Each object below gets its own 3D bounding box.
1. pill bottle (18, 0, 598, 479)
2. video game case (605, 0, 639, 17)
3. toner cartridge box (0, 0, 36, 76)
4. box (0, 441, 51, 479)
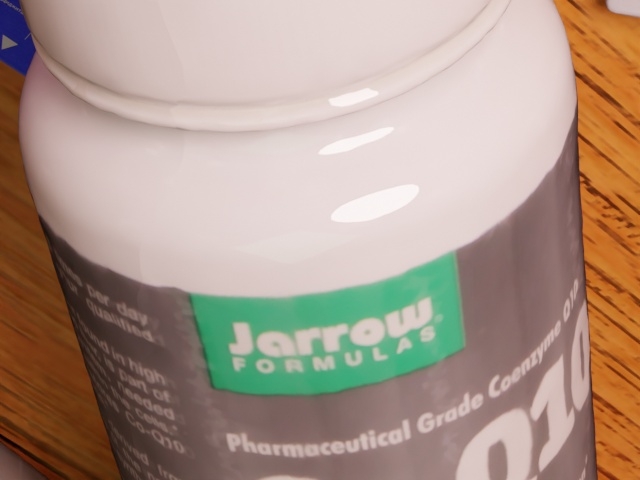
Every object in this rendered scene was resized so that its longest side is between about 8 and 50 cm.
[{"bbox_3d":[0.000,0.000,0.712,0.204,0.204,0.361,-4,132,8],"label":"pill bottle"},{"bbox_3d":[0.238,-0.163,0.741,0.227,0.026,0.206,11,133,11],"label":"video game case"},{"bbox_3d":[-0.086,-0.146,0.776,0.348,0.075,0.165,34,124,-24],"label":"toner cartridge box"},{"bbox_3d":[-0.211,0.285,1.015,0.182,0.296,0.294,-31,123,27],"label":"box"}]
